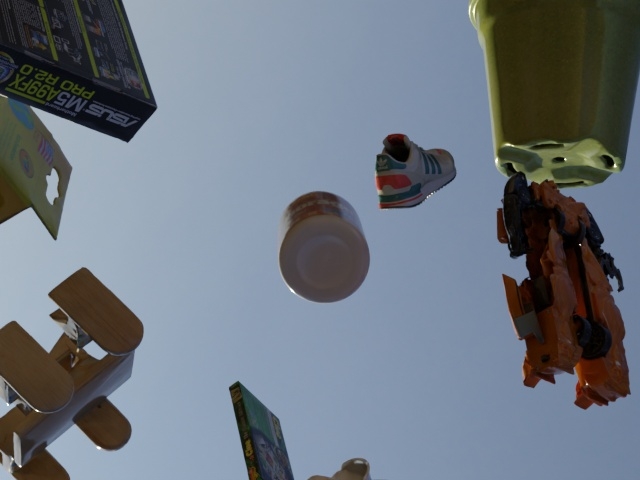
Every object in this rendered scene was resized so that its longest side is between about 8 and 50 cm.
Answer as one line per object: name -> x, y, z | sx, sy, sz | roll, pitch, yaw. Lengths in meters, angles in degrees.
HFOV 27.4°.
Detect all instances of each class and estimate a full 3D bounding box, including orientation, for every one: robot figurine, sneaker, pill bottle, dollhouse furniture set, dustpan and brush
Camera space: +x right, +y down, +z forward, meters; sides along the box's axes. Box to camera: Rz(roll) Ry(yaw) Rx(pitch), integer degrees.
robot figurine -> 0.292, 0.052, 1.621 | 0.085, 0.211, 0.291 | -34, -133, 35
sneaker -> 0.106, -0.091, 1.485 | 0.057, 0.075, 0.161 | -4, -160, 31
pill bottle -> 0.000, 0.000, 1.800 | 0.121, 0.121, 0.216 | -47, -167, 9
dollhouse furniture set -> -0.396, 0.311, 1.891 | 0.394, 0.256, 0.362 | -40, 164, -29
dustpan and brush -> 0.034, 0.324, 1.687 | 0.147, 0.060, 0.211 | -36, -159, -34

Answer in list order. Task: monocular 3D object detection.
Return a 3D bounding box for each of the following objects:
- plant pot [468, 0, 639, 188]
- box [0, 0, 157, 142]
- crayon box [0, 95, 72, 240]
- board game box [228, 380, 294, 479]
plant pot -> 0.342, -0.220, 1.866 | 0.276, 0.276, 0.253 | -20, -122, 50
box -> -0.299, -0.244, 1.383 | 0.060, 0.216, 0.270 | -44, -132, 26
crayon box -> -0.415, -0.146, 1.516 | 0.081, 0.318, 0.202 | -29, -154, 11
board game box -> -0.099, 0.377, 2.361 | 0.030, 0.136, 0.259 | -36, -146, 12
